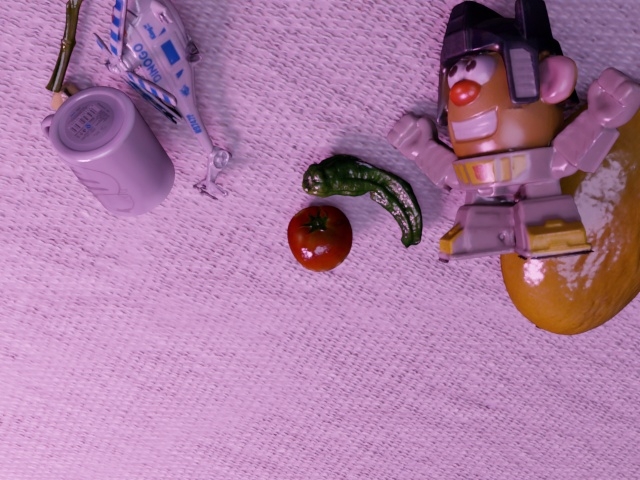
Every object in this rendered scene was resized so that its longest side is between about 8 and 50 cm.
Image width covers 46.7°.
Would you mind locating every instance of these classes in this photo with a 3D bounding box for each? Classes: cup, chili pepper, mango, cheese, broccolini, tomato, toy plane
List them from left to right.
[{"bbox_3d":[-0.273,-0.266,0.821,0.044,0.042,0.218,23,108,-13],"label":"broccolini"},{"bbox_3d":[-0.287,-0.150,0.895,0.044,0.030,0.083,-28,121,34],"label":"cheese"},{"bbox_3d":[-0.251,-0.096,0.844,0.136,0.099,0.133,-8,154,6],"label":"cup"},{"bbox_3d":[-0.156,-0.171,0.839,0.107,0.182,0.273,-44,115,-17],"label":"toy plane"},{"bbox_3d":[0.000,0.000,0.951,0.087,0.087,0.075,-3,141,-1],"label":"tomato"},{"bbox_3d":[0.063,-0.058,0.938,0.182,0.050,0.073,27,76,-19],"label":"chili pepper"},{"bbox_3d":[0.330,-0.034,0.922,0.195,0.142,0.332,5,109,-7],"label":"mango"}]

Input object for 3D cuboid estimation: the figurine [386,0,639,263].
[{"bbox_3d":[0.204,-0.118,0.827,0.308,0.143,0.309,0,90,28],"label":"figurine"}]
